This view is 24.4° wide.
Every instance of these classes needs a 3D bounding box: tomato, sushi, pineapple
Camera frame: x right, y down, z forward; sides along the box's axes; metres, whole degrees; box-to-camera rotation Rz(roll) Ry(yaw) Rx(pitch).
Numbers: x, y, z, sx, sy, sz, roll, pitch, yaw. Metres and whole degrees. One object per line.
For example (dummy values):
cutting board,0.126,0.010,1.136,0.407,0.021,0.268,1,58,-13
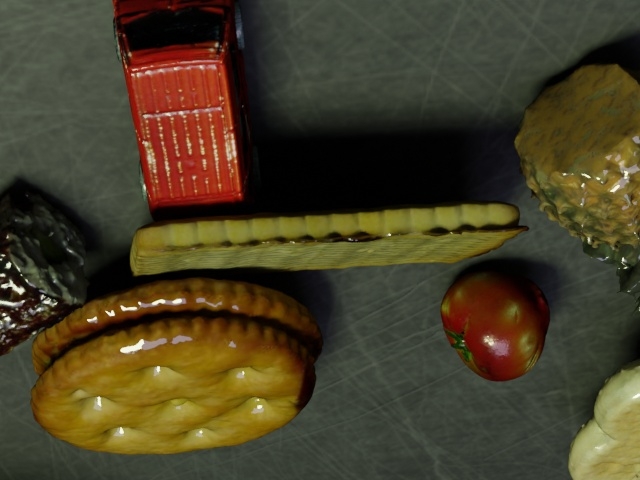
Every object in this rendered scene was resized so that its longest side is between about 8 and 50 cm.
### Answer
tomato,0.135,0.063,1.118,0.075,0.087,0.087,-33,138,-15
sushi,-0.207,0.025,1.019,0.084,0.094,0.098,-32,126,19
pineapple,0.224,-0.020,1.033,0.125,0.125,0.251,-24,139,16

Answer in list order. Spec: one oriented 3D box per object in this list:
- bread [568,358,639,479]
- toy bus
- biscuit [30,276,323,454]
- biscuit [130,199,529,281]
bread,0.348,0.129,1.204,0.316,0.054,0.316,-12,149,-7
toy bus,-0.082,-0.070,0.940,0.081,0.089,0.195,-6,137,-2
biscuit,-0.106,0.097,1.092,0.221,0.066,0.220,-5,153,-3
biscuit,0.000,0.000,1.001,0.255,0.029,0.172,-3,172,-9
